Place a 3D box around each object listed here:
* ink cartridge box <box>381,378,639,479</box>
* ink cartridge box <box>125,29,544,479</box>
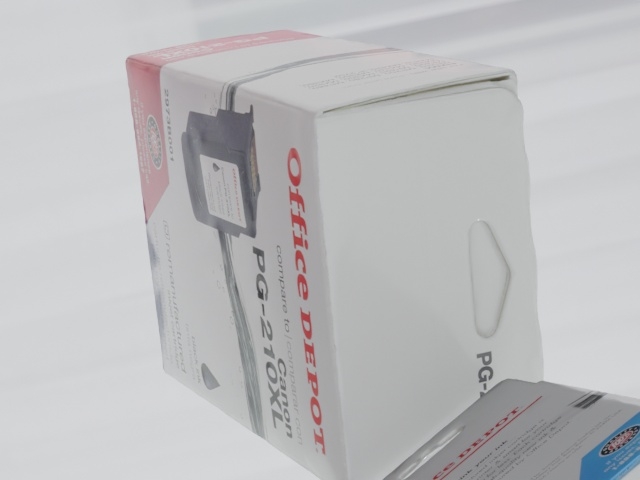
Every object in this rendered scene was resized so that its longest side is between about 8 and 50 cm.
[{"bbox_3d":[0.080,0.109,0.712,0.060,0.104,0.180,53,-11,-9],"label":"ink cartridge box"},{"bbox_3d":[0.000,0.000,0.892,0.237,0.100,0.172,-157,-121,-63],"label":"ink cartridge box"}]
